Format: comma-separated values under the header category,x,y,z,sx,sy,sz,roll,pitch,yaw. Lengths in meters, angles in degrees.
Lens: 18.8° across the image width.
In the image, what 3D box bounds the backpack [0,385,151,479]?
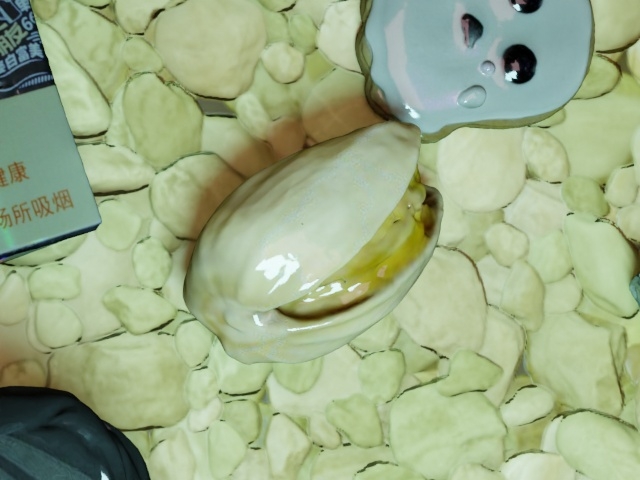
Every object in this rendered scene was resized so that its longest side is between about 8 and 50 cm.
category,x,y,z,sx,sy,sz,roll,pitch,yaw
backpack,-0.238,0.335,1.346,0.363,0.255,0.445,-18,88,-33

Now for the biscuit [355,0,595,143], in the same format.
category,x,y,z,sx,sy,sz,roll,pitch,yaw
biscuit,0.132,-0.175,1.591,0.208,0.049,0.181,-7,88,-12

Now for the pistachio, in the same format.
category,x,y,z,sx,sy,sz,roll,pitch,yaw
pistachio,0.000,0.000,1.503,0.229,0.157,0.157,-38,94,-19

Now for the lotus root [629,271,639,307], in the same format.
category,x,y,z,sx,sy,sz,roll,pitch,yaw
lotus root,0.347,0.057,1.611,0.144,0.070,0.143,-27,86,-10

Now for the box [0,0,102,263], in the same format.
category,x,y,z,sx,sy,sz,roll,pitch,yaw
box,-0.307,-0.123,1.436,0.198,0.084,0.310,-18,90,-34
